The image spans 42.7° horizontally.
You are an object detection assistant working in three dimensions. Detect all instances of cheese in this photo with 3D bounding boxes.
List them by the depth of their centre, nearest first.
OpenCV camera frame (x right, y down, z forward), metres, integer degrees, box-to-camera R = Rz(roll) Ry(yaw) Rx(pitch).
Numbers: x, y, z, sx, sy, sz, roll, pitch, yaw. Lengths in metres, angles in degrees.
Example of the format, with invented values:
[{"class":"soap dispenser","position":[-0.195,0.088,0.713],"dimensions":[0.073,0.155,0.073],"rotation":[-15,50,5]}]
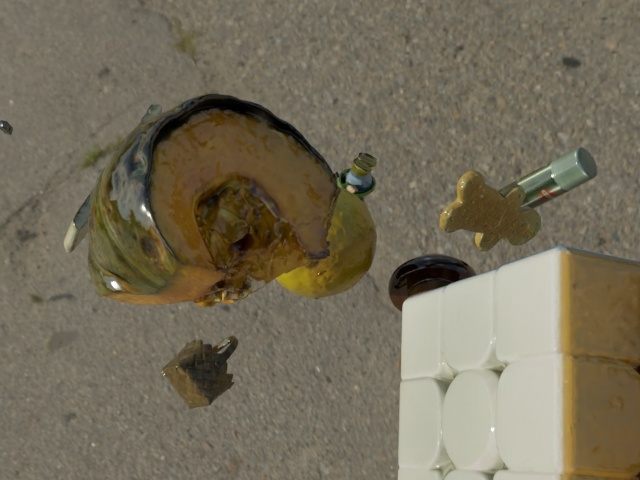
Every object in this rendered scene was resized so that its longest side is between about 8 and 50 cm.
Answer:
[{"class":"cheese","position":[-0.393,-0.129,1.584],"dimensions":[0.034,0.085,0.400],"rotation":[24,43,-3]}]

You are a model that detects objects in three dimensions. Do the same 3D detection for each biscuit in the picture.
[{"class":"biscuit","position":[0.342,-0.049,1.619],"dimensions":[0.153,0.234,0.030],"rotation":[-62,33,22]}]

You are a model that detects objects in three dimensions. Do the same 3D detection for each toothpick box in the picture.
[{"class":"toothpick box","position":[0.233,0.164,1.669],"dimensions":[0.192,0.192,0.294],"rotation":[-5,47,11]}]

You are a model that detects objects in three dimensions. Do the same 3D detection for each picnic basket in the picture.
[{"class":"picnic basket","position":[-0.253,0.284,1.870],"dimensions":[0.128,0.138,0.178],"rotation":[-23,17,45]}]

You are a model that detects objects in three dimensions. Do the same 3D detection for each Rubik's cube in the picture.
[{"class":"Rubik's cube","position":[0.269,0.190,0.830],"dimensions":[0.292,0.290,0.291],"rotation":[11,73,-21]}]

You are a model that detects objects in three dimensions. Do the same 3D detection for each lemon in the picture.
[{"class":"lemon","position":[-0.001,0.000,1.629],"dimensions":[0.236,0.236,0.263],"rotation":[-31,18,-8]}]

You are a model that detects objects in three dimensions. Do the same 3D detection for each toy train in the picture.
[{"class":"toy train","position":[-0.615,-0.222,1.597],"dimensions":[0.017,0.083,0.017],"rotation":[17,84,-10]}]

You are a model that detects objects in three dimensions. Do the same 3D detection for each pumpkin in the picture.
[{"class":"pumpkin","position":[-0.148,-0.043,1.061],"dimensions":[0.225,0.303,0.256],"rotation":[-32,63,42]}]

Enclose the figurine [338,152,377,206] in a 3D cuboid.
[{"class":"figurine","position":[0.062,-0.088,1.966],"dimensions":[0.143,0.263,0.162],"rotation":[24,35,3]}]

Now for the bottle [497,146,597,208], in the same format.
[{"class":"bottle","position":[0.520,-0.126,1.952],"dimensions":[0.286,0.082,0.082],"rotation":[-32,37,45]}]
